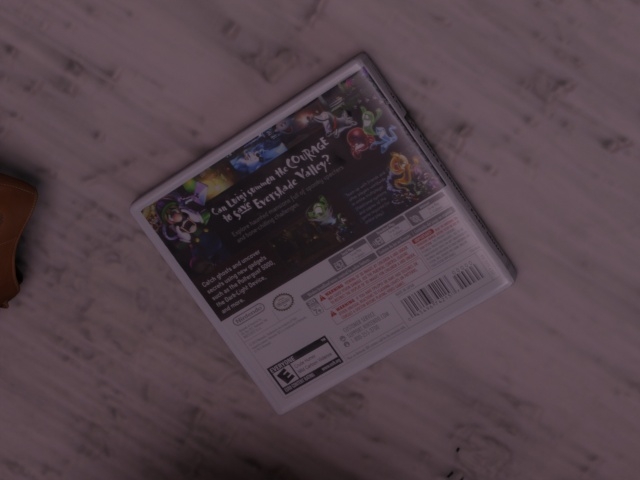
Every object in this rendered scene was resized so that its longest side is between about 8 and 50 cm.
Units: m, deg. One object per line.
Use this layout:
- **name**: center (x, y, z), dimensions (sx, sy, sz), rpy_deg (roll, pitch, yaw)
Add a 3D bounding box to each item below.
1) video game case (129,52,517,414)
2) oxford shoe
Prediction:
- **video game case**: center (0.000, 0.000, 1.155), dimensions (0.190, 0.022, 0.173), rpy_deg (-31, 101, 23)
- **oxford shoe**: center (-0.241, 0.043, 1.210), dimensions (0.076, 0.076, 0.212), rpy_deg (5, 131, -31)
